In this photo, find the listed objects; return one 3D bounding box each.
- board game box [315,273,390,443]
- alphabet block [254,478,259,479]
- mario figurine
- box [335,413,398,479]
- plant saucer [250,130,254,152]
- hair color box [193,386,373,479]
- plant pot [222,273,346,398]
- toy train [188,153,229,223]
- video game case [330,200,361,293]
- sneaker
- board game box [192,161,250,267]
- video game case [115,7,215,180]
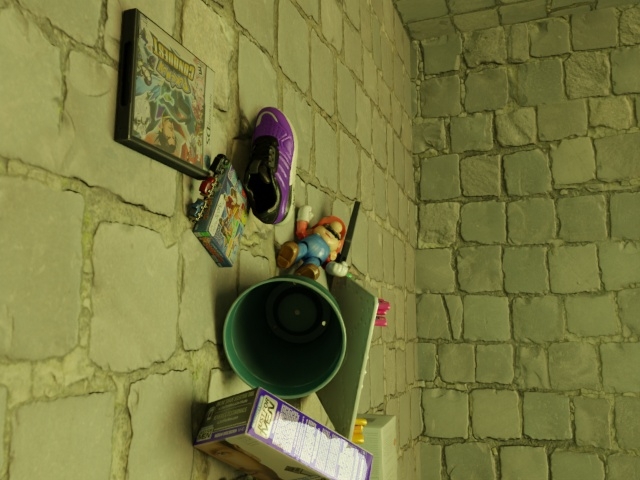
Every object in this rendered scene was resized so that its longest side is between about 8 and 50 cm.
[{"bbox_3d":[0.077,0.305,1.639,0.390,0.050,0.389,-147,-113,-75],"label":"board game box"},{"bbox_3d":[-0.043,0.608,1.488,0.193,0.193,0.197,69,27,-44],"label":"alphabet block"},{"bbox_3d":[0.000,0.000,1.730,0.320,0.170,0.198,-46,127,-62],"label":"mario figurine"},{"bbox_3d":[0.167,0.802,2.059,0.215,0.168,0.345,12,75,-70],"label":"box"},{"bbox_3d":[-0.131,-0.222,1.591,0.241,0.037,0.240,-3,90,-70],"label":"plant saucer"},{"bbox_3d":[-0.072,0.443,1.241,0.339,0.185,0.110,39,45,-25],"label":"hair color box"},{"bbox_3d":[-0.068,0.201,1.407,0.255,0.272,0.271,-50,135,-81],"label":"plant pot"},{"bbox_3d":[-0.235,-0.110,1.231,0.158,0.027,0.036,-67,154,-8],"label":"toy train"},{"bbox_3d":[0.085,0.028,1.994,0.274,0.026,0.196,102,3,-46],"label":"video game case"},{"bbox_3d":[-0.126,-0.181,1.405,0.146,0.102,0.293,-1,88,-67],"label":"sneaker"},{"bbox_3d":[-0.216,-0.059,1.336,0.136,0.035,0.201,64,30,-47],"label":"board game box"},{"bbox_3d":[-0.293,-0.271,1.158,0.275,0.035,0.248,25,64,-68],"label":"video game case"}]
